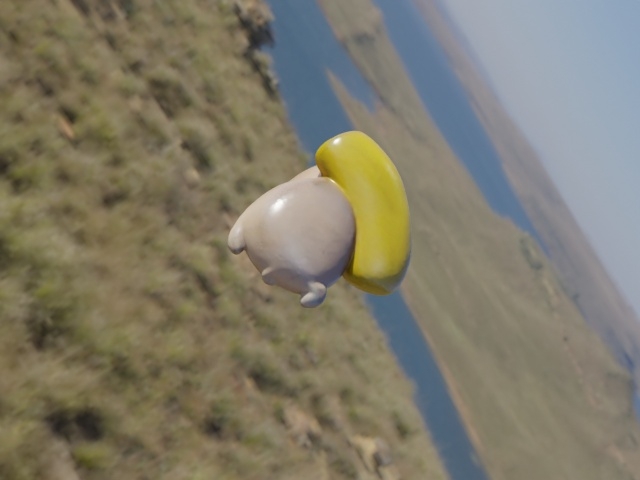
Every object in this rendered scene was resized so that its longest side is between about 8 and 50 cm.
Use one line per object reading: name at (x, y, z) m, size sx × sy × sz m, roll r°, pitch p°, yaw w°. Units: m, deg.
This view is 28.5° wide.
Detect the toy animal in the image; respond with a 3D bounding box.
toy animal at (0.000, 0.000, 0.730) m, size 0.091 × 0.114 × 0.082 m, roll 54°, pitch -31°, yaw -10°
